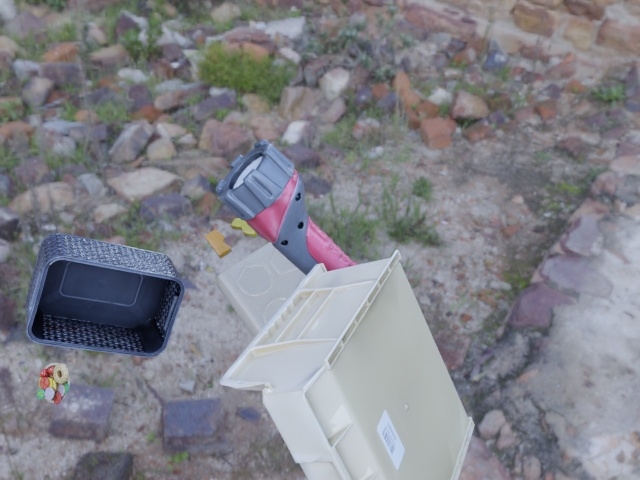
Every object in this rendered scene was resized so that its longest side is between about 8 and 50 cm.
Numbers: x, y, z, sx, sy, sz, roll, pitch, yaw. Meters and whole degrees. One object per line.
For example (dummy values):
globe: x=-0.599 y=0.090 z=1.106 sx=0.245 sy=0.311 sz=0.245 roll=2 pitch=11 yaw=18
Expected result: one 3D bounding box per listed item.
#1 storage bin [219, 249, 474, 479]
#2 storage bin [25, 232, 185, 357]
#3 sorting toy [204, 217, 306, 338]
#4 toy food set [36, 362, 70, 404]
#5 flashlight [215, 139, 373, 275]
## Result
storage bin: x=0.045 y=0.189 z=0.725 sx=0.123 sy=0.263 sz=0.260 roll=-14 pitch=19 yaw=32
storage bin: x=-0.285 y=0.074 z=0.873 sx=0.180 sy=0.122 sz=0.084 roll=13 pitch=15 yaw=-30
sorting toy: x=-0.103 y=0.066 z=1.419 sx=0.229 sy=0.041 sz=0.307 roll=-34 pitch=66 yaw=-12
toy food set: x=-0.545 y=0.292 z=1.346 sx=0.083 sy=0.083 sz=0.020 roll=-4 pitch=-7 yaw=22
flashlight: x=0.000 y=0.000 z=0.887 sx=0.103 sy=0.304 sz=0.103 roll=-14 pitch=42 yaw=50
